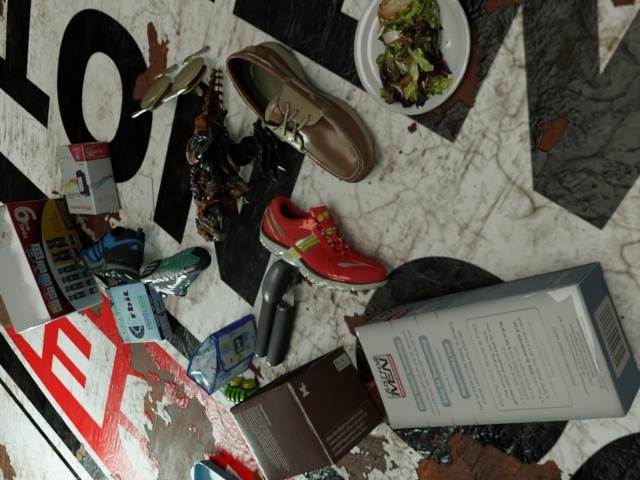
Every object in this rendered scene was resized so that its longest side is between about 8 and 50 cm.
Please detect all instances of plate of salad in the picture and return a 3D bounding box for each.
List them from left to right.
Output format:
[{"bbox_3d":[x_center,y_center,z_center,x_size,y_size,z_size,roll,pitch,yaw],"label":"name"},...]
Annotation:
[{"bbox_3d":[0.128,-0.289,0.895,0.200,0.048,0.199,13,113,35],"label":"plate of salad"}]

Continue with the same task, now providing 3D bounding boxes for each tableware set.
[{"bbox_3d":[-0.293,-0.308,1.209,0.194,0.128,0.039,-12,139,39],"label":"tableware set"}]

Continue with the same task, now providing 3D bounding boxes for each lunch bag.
[{"bbox_3d":[-0.204,0.237,1.286,0.096,0.129,0.151,32,121,21],"label":"lunch bag"}]

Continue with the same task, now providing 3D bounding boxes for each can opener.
[{"bbox_3d":[-0.096,0.138,1.196,0.074,0.093,0.280,31,128,29],"label":"can opener"}]

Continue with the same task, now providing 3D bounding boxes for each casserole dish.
[{"bbox_3d":[-0.255,0.629,1.521,0.189,0.037,0.114,20,116,32],"label":"casserole dish"}]

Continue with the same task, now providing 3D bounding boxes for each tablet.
[{"bbox_3d":[-0.418,-0.114,1.423,0.054,0.006,0.083,17,114,34],"label":"tablet"}]

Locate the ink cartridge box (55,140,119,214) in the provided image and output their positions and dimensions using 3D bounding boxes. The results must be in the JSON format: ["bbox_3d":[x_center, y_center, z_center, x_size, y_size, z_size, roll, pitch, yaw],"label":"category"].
[{"bbox_3d":[-0.583,-0.156,1.498,0.128,0.072,0.175,4,106,38],"label":"ink cartridge box"}]

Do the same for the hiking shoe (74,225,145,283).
[{"bbox_3d":[-0.519,0.031,1.509,0.304,0.113,0.132,4,73,47],"label":"hiking shoe"}]

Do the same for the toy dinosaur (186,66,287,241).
[{"bbox_3d":[-0.204,-0.161,1.147,0.218,0.164,0.321,-1,111,55],"label":"toy dinosaur"}]

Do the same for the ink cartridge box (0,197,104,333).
[{"bbox_3d":[-0.720,0.052,1.589,0.130,0.272,0.309,-20,92,19],"label":"ink cartridge box"}]

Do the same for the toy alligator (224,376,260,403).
[{"bbox_3d":[-0.159,0.347,1.338,0.190,0.051,0.056,-1,104,39],"label":"toy alligator"}]

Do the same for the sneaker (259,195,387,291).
[{"bbox_3d":[0.000,0.000,1.061,0.279,0.107,0.118,27,115,29],"label":"sneaker"}]

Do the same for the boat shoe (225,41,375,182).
[{"bbox_3d":[-0.045,-0.211,1.014,0.324,0.116,0.123,45,128,18],"label":"boat shoe"}]

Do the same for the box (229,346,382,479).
[{"bbox_3d":[-0.030,0.337,1.153,0.203,0.169,0.167,-34,82,41],"label":"box"}]

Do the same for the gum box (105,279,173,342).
[{"bbox_3d":[-0.471,0.183,1.543,0.185,0.041,0.156,-11,98,40],"label":"gum box"}]

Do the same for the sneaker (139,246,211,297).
[{"bbox_3d":[-0.313,0.081,1.376,0.224,0.083,0.098,-13,125,38],"label":"sneaker"}]

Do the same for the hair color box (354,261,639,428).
[{"bbox_3d":[0.251,0.171,0.907,0.375,0.114,0.185,-19,92,41],"label":"hair color box"}]
